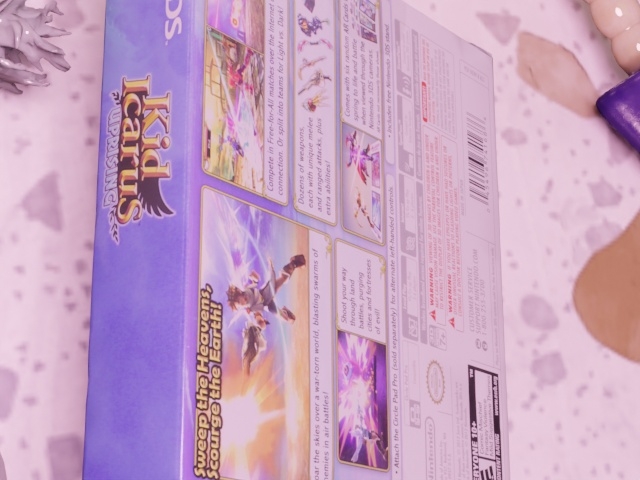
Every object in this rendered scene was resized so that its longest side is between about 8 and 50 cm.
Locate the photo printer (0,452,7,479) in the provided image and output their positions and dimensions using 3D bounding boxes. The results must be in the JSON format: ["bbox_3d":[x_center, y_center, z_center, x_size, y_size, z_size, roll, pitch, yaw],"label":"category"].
[{"bbox_3d":[-0.242,0.164,0.335,0.307,0.107,0.256,3,55,-7],"label":"photo printer"}]

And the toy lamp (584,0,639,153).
[{"bbox_3d":[0.162,-0.164,0.826,0.080,0.080,0.275,-26,86,-29],"label":"toy lamp"}]

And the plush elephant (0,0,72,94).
[{"bbox_3d":[-0.214,-0.227,0.567,0.330,0.271,0.255,18,78,-49],"label":"plush elephant"}]

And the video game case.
[{"bbox_3d":[0.000,0.000,0.648,0.244,0.061,0.270,22,61,-49],"label":"video game case"}]
